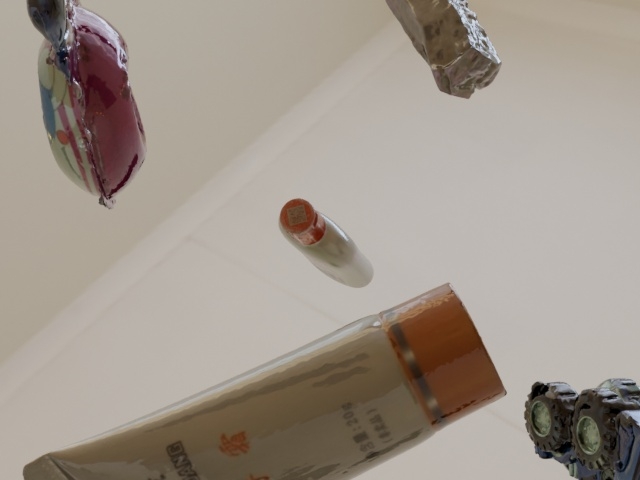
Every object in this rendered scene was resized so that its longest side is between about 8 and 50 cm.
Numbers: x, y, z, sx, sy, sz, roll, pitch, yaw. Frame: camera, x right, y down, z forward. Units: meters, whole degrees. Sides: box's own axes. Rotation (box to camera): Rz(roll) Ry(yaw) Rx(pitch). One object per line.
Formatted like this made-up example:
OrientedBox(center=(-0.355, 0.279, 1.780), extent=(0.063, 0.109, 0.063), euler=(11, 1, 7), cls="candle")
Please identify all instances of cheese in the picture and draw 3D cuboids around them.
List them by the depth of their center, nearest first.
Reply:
OrientedBox(center=(-0.096, -0.065, 0.448), extent=(0.038, 0.145, 0.095), euler=(-11, -114, -4), cls="cheese")

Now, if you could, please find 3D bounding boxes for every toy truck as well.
OrientedBox(center=(0.293, 0.200, 1.060), extent=(0.113, 0.126, 0.208), euler=(-1, 178, -21), cls="toy truck")

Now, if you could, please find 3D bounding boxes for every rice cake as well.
OrientedBox(center=(0.068, -0.206, 0.868), extent=(0.055, 0.049, 0.270), euler=(-46, -133, 21), cls="rice cake")

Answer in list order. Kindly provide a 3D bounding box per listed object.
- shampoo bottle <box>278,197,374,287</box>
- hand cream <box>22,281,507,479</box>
OrientedBox(center=(0.000, 0.000, 1.305), extent=(0.108, 0.221, 0.051), euler=(35, -94, 19), cls="shampoo bottle")
OrientedBox(center=(-0.036, 0.128, 0.745), extent=(0.314, 0.140, 0.089), euler=(-28, -153, 6), cls="hand cream")
